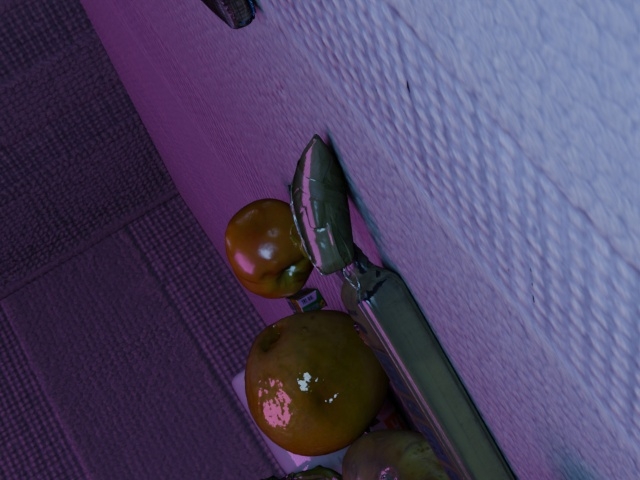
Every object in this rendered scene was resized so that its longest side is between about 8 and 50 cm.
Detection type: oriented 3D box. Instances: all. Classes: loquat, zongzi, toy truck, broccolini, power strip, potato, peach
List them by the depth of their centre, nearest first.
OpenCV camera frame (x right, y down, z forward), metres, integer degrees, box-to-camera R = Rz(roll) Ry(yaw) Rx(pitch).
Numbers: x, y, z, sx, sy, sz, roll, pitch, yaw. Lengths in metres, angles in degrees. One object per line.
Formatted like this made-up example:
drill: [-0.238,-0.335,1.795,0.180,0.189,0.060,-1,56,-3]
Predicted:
zongzi: [0.008,-0.018,1.222,0.130,0.062,0.154,107,150,-71]
power strip: [0.121,0.171,1.318,0.388,0.066,0.092,60,170,-9]
toy truck: [0.000,0.000,1.461,0.049,0.054,0.083,63,170,-29]
potato: [0.136,0.331,1.559,0.192,0.141,0.296,56,166,-11]
peach: [-0.068,0.008,1.659,0.138,0.138,0.138,57,172,12]
loquat: [-0.003,0.196,1.686,0.208,0.208,0.208,57,172,12]
broccolini: [-0.006,0.397,1.781,0.123,0.062,0.271,53,149,-6]

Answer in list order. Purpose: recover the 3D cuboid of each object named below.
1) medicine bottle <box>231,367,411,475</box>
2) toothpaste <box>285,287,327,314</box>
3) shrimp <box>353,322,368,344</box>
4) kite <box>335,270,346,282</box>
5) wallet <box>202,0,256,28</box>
medicine bottle: [0.037,0.324,1.910,0.371,0.211,0.211,58,172,3]
toothpaste: [-0.027,0.108,2.098,0.037,0.043,0.178,59,173,-3]
shrimp: [0.086,0.130,1.524,0.099,0.041,0.180,46,175,-17]
kite: [0.020,0.026,1.615,0.137,0.005,0.152,61,173,-3]
wallet: [-0.134,-0.316,1.139,0.124,0.042,0.230,44,166,53]
